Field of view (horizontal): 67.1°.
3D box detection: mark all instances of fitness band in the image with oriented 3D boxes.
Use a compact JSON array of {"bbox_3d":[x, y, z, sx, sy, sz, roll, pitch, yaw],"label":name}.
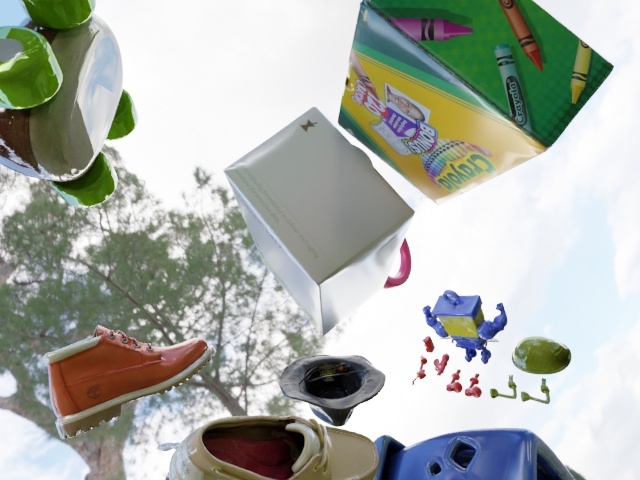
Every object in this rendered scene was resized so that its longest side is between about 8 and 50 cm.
[{"bbox_3d":[0.150,-0.005,1.307,0.291,0.054,0.209,56,-140,-12],"label":"fitness band"}]

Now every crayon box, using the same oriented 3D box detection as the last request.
[{"bbox_3d":[0.110,-0.131,0.460,0.165,0.278,0.081,39,-94,2],"label":"crayon box"}]

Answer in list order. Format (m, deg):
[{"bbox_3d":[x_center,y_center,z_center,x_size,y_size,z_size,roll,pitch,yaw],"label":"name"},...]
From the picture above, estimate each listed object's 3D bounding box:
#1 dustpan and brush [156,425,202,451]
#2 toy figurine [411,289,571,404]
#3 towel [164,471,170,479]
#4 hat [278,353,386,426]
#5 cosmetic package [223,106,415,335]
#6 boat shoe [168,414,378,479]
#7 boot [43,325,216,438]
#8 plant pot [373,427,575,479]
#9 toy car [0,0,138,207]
[{"bbox_3d":[-0.319,0.504,1.172,0.060,0.211,0.147,54,-147,-16],"label":"dustpan and brush"},{"bbox_3d":[0.344,0.213,1.104,0.191,0.362,0.217,-42,-66,-37],"label":"toy figurine"},{"bbox_3d":[-0.158,0.483,0.758,0.237,0.037,0.329,22,-57,-3],"label":"towel"},{"bbox_3d":[0.033,0.445,1.385,0.331,0.331,0.134,-9,-78,-33],"label":"hat"},{"bbox_3d":[0.000,0.000,0.731,0.155,0.197,0.365,-37,-18,-10],"label":"cosmetic package"},{"bbox_3d":[-0.021,0.163,0.361,0.170,0.063,0.059,10,-51,-28],"label":"boat shoe"},{"bbox_3d":[-0.179,0.114,0.467,0.158,0.059,0.084,-18,-95,-41],"label":"boot"},{"bbox_3d":[0.160,0.354,0.541,0.236,0.212,0.236,46,-132,-38],"label":"plant pot"},{"bbox_3d":[-0.267,-0.124,0.382,0.188,0.149,0.155,6,-28,-2],"label":"toy car"}]
